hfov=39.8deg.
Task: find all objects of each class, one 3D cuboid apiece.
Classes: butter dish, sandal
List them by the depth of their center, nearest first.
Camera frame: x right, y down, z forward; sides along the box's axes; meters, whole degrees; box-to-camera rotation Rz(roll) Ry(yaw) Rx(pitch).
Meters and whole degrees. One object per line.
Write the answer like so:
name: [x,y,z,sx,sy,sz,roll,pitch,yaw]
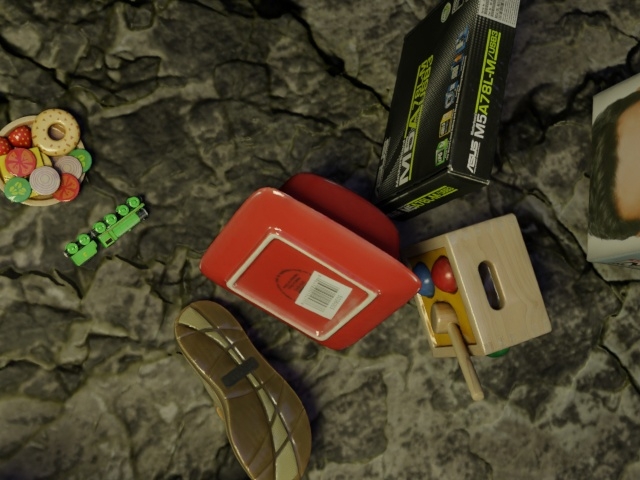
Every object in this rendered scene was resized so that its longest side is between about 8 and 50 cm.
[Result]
sandal: [-0.069,0.135,0.773,0.072,0.049,0.180,-29,76,-24]
butter dish: [0.000,0.000,0.774,0.160,0.160,0.118,32,51,-10]

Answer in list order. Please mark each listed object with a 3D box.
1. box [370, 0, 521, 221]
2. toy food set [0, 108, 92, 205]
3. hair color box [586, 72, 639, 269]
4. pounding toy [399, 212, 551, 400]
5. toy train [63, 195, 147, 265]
box: [0.108,-0.124,0.791,0.045,0.184,0.191,15,78,-16]
toy food set: [-0.241,-0.069,0.762,0.083,0.020,0.082,-18,87,-19]
hair color box: [0.388,-0.084,0.768,0.113,0.374,0.185,8,79,-16]
pounding toy: [0.133,0.061,0.798,0.100,0.130,0.141,-16,87,-18]
toy train: [-0.186,-0.008,0.772,0.083,0.017,0.024,-39,104,-18]
